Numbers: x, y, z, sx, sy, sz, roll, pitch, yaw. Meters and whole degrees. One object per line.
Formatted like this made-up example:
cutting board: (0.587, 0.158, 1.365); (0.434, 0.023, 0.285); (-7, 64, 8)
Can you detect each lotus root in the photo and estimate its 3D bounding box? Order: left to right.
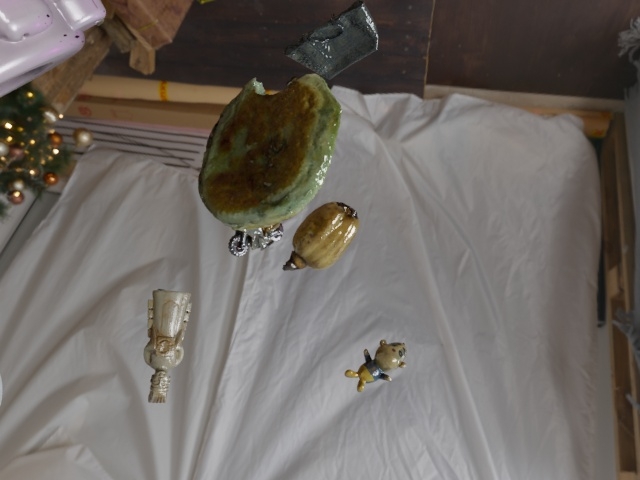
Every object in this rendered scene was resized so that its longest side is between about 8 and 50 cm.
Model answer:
lotus root: (0.000, 0.000, 1.069); (0.125, 0.221, 0.118); (43, -170, 1)

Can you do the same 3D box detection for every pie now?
pie: (-0.091, -0.155, 0.759); (0.302, 0.303, 0.067); (-1, 160, 30)

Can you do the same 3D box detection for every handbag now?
handbag: (0.042, -0.574, 1.297); (0.270, 0.089, 0.175); (-21, 162, 31)

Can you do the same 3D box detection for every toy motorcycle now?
toy motorcycle: (-0.205, -0.036, 1.449); (0.094, 0.229, 0.130); (5, 110, 41)

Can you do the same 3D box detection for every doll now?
doll: (0.152, 0.311, 1.142); (0.102, 0.179, 0.089); (47, 149, 26)

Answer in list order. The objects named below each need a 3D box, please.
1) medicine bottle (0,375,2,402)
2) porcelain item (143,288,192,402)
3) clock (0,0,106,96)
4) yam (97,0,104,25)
medicine bottle: (-0.967, 0.386, 1.057); (0.351, 0.110, 0.110); (-6, 161, -23)
porcelain item: (-0.304, 0.205, 0.877); (0.084, 0.213, 0.054); (8, 165, -19)
clock: (-0.446, -0.226, 0.551); (0.295, 0.322, 0.113); (-8, 124, 34)
yam: (-0.688, -0.754, 1.360); (0.061, 0.061, 0.253); (24, 156, -16)
